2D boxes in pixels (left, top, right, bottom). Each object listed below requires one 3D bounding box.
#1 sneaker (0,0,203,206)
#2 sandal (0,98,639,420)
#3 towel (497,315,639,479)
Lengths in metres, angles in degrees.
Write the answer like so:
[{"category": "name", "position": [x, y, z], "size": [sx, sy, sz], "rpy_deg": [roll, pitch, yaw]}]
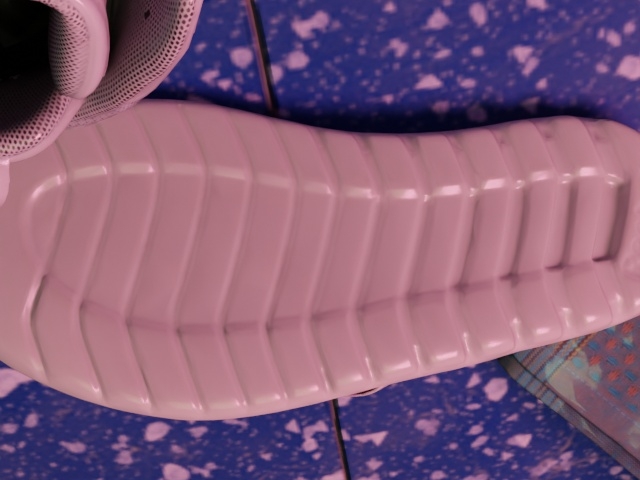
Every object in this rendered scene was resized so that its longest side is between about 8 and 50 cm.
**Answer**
[{"category": "sneaker", "position": [-0.080, -0.185, 0.419], "size": [0.137, 0.210, 0.365], "rpy_deg": [14, 125, -21]}, {"category": "sandal", "position": [0.000, 0.015, 0.663], "size": [0.417, 0.169, 0.102], "rpy_deg": [0, 169, -9]}, {"category": "towel", "position": [0.307, 0.029, 0.681], "size": [0.271, 0.040, 0.370], "rpy_deg": [40, 119, 8]}]
